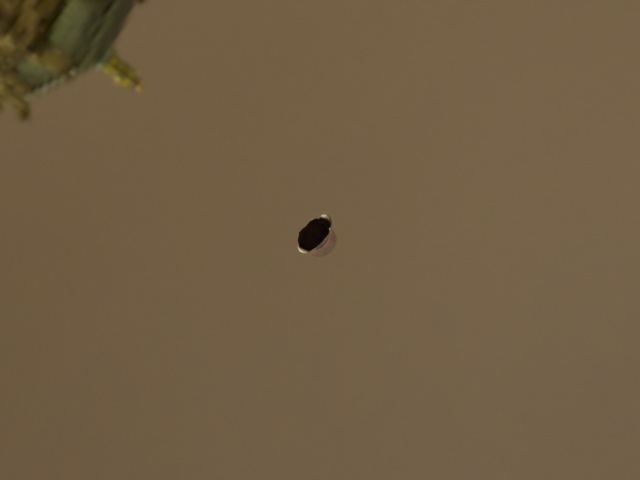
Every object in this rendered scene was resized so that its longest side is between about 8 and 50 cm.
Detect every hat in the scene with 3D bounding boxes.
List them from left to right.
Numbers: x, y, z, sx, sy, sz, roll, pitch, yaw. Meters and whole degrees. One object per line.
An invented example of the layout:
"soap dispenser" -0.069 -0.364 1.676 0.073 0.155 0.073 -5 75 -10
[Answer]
"hat" 0.002 0.001 1.778 0.058 0.042 0.087 -57 -162 -8
